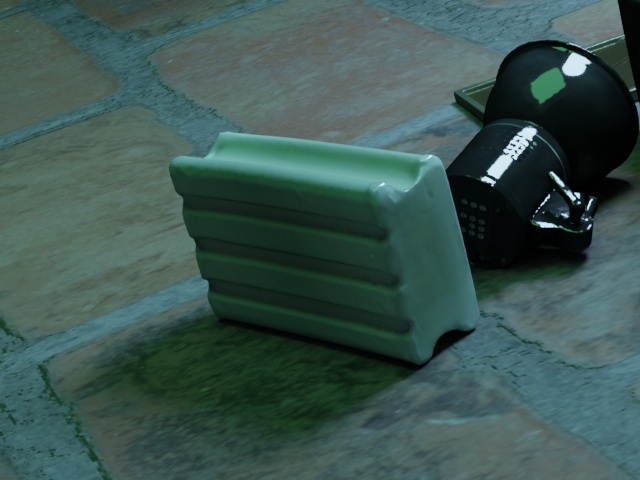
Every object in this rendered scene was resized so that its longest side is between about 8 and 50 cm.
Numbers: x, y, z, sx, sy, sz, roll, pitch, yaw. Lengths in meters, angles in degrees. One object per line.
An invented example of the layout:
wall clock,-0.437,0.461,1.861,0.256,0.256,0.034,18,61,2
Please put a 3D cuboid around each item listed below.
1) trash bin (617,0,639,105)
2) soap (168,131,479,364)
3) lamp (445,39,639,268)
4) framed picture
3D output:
trash bin,0.368,-0.162,1.732,0.115,0.165,0.225,-20,20,-9
soap,0.000,0.000,1.595,0.088,0.159,0.265,-31,26,-35
lamp,0.179,-0.056,1.671,0.172,0.147,0.227,21,45,20
framed picture,0.283,-0.171,1.999,0.250,0.016,0.184,-19,22,-10
